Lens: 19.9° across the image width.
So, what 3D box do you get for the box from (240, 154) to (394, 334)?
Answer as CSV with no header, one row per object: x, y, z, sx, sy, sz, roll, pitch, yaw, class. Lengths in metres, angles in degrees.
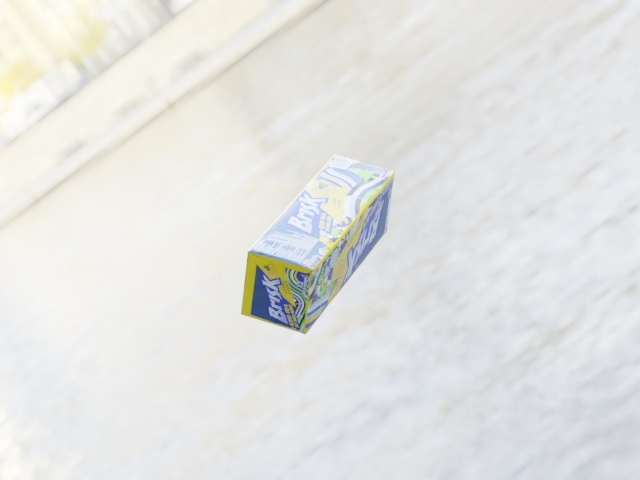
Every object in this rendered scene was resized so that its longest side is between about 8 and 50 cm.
0.000,0.000,1.372,0.169,0.054,0.059,-49,-28,-53,box
